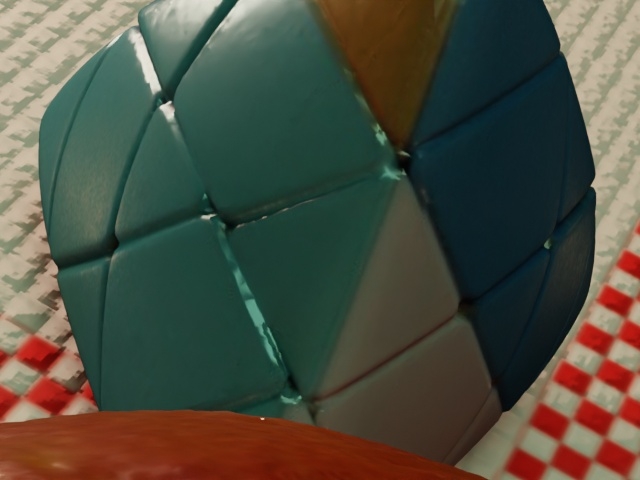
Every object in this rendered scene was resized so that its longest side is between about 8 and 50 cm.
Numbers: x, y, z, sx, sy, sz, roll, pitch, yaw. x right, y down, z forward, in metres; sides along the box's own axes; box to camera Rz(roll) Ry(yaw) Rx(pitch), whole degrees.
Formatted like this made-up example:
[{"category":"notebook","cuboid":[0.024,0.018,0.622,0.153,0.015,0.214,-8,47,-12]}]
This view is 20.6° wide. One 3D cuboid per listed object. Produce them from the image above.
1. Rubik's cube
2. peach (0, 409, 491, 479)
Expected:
[{"category":"Rubik's cube","cuboid":[0.000,0.000,0.622,0.254,0.254,0.254,12,41,-10]},{"category":"peach","cuboid":[-0.036,0.183,0.348,0.372,0.290,0.373,18,34,-12]}]
